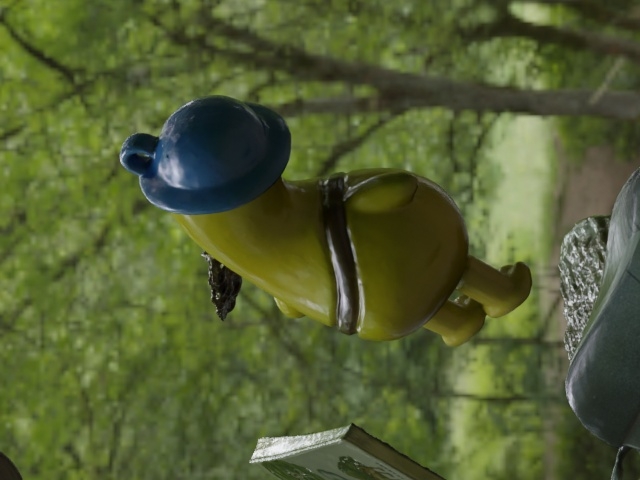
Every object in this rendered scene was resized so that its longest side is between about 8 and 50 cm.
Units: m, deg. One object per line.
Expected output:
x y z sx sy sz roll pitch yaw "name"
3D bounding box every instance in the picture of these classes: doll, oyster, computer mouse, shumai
0.000 0.000 1.016 0.199 0.363 0.145 -43 35 35 "doll"
-0.151 0.056 2.005 0.177 0.056 0.105 75 -159 -57 "oyster"
0.319 0.089 1.142 0.090 0.167 0.379 -58 -17 -85 "computer mouse"
0.393 0.085 1.380 0.225 0.222 0.260 115 149 -57 "shumai"

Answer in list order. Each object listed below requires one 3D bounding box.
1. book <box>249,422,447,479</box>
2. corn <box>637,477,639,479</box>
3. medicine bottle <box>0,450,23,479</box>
0.070 0.342 1.779 0.043 0.260 0.371 -63 13 -21 "book"
0.412 0.307 1.427 0.347 0.130 0.130 71 -162 -71 "corn"
-0.561 0.354 1.730 0.384 0.224 0.224 -8 81 52 "medicine bottle"
